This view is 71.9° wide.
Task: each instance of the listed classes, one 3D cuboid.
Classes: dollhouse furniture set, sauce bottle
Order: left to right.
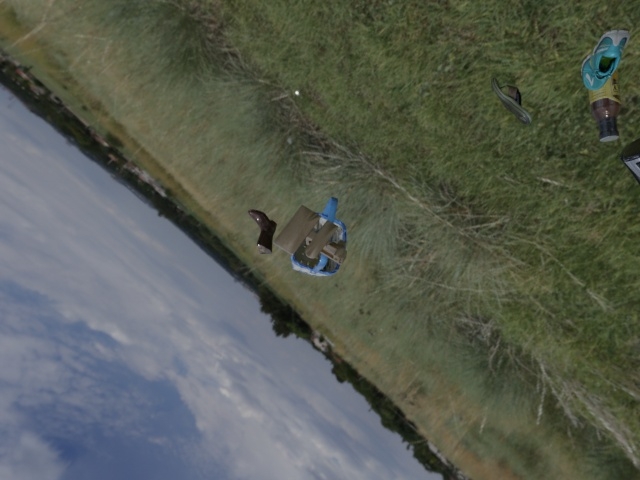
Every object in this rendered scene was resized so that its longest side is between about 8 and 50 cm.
[{"bbox_3d":[-0.021,0.026,1.114,0.144,0.123,0.151,31,157,12],"label":"dollhouse furniture set"},{"bbox_3d":[1.171,-0.582,1.816,0.111,0.345,0.111,-3,174,0],"label":"sauce bottle"}]

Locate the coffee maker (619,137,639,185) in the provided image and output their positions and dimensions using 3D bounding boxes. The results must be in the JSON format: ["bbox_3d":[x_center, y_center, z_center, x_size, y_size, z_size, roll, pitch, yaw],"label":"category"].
[{"bbox_3d":[0.706,-0.133,0.900,0.178,0.120,0.171,57,-154,-2],"label":"coffee maker"}]

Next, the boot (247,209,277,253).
[{"bbox_3d":[-0.175,-0.023,1.275,0.106,0.114,0.037,30,141,-28],"label":"boot"}]

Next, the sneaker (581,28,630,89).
[{"bbox_3d":[0.976,-0.606,1.536,0.106,0.110,0.275,13,169,21],"label":"sneaker"}]

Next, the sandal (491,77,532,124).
[{"bbox_3d":[0.888,-0.648,2.023,0.120,0.086,0.303,24,-147,-49],"label":"sandal"}]

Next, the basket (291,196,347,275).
[{"bbox_3d":[0.000,0.000,1.625,0.200,0.255,0.289,15,160,-5],"label":"basket"}]
